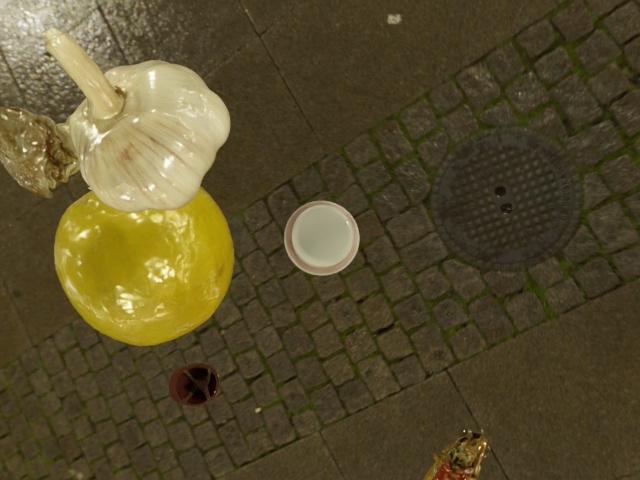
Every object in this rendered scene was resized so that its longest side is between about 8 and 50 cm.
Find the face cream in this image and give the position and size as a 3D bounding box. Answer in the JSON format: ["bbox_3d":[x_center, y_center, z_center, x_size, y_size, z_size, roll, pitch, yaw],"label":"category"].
[{"bbox_3d":[0.000,0.000,0.696,0.091,0.095,0.091,1,81,-4],"label":"face cream"}]

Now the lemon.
[{"bbox_3d":[-0.327,0.033,1.069,0.348,0.348,0.348,1,93,19],"label":"lemon"}]

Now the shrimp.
[{"bbox_3d":[0.146,0.342,0.724,0.062,0.154,0.294,31,123,26],"label":"shrimp"}]

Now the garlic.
[{"bbox_3d":[-0.222,-0.148,0.634,0.199,0.226,0.199,-8,63,17],"label":"garlic"}]

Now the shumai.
[{"bbox_3d":[-0.379,-0.133,0.776,0.145,0.116,0.145,35,147,27],"label":"shumai"}]

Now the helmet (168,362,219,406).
[{"bbox_3d":[-0.265,0.312,1.207,0.111,0.057,0.089,-2,74,5],"label":"helmet"}]
